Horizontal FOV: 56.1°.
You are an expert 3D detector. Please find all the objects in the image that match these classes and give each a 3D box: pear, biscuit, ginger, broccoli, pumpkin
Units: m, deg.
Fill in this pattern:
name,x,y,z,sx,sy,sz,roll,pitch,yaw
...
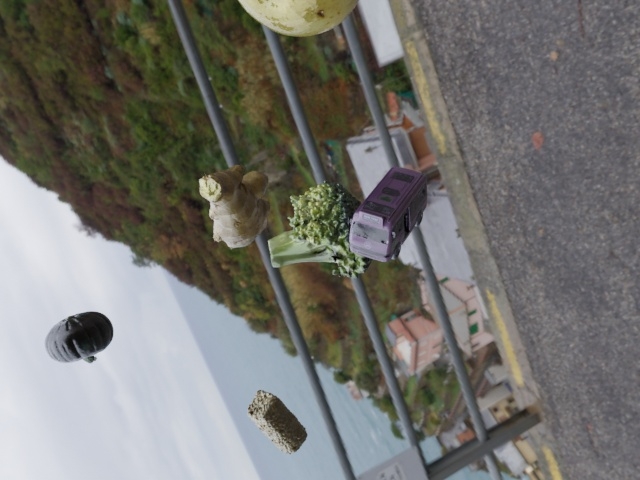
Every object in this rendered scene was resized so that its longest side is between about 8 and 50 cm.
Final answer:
name,x,y,z,sx,sy,sz,roll,pitch,yaw
pear,-0.038,-0.596,1.281,0.309,0.309,0.309,57,163,28
biscuit,-0.095,0.414,1.373,0.070,0.082,0.168,-1,133,44
ginger,-0.230,-0.115,1.780,0.166,0.236,0.375,56,163,13
broccoli,0.000,0.000,1.358,0.263,0.243,0.247,-94,-16,-69
pumpkin,-0.704,0.281,1.754,0.150,0.194,0.194,61,165,13

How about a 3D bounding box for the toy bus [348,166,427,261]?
name,x,y,z,sx,sy,sz,roll,pitch,yaw
toy bus,0.118,-0.049,1.044,0.086,0.178,0.098,19,135,22
